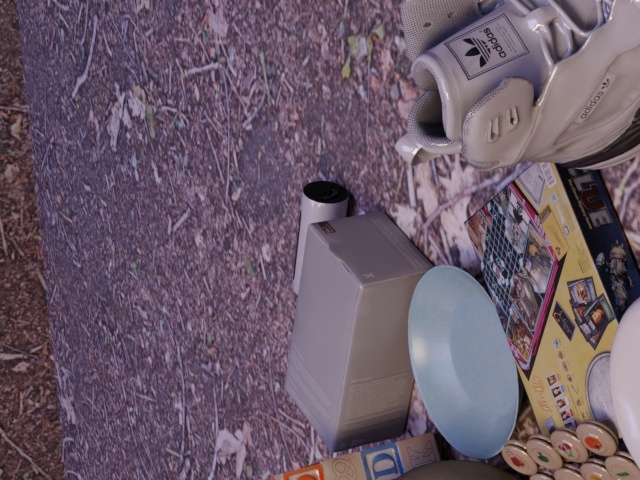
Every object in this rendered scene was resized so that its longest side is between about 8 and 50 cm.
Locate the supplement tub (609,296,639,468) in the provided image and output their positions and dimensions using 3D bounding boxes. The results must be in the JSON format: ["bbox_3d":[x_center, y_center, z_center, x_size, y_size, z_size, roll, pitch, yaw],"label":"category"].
[{"bbox_3d":[0.298,0.080,0.847,0.144,0.200,0.144,34,129,55],"label":"supplement tub"}]

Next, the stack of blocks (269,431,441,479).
[{"bbox_3d":[0.069,0.369,1.431,0.087,0.171,0.297,132,124,-73],"label":"stack of blocks"}]

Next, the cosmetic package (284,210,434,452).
[{"bbox_3d":[0.039,0.100,1.487,0.127,0.107,0.238,52,140,43],"label":"cosmetic package"}]

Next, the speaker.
[{"bbox_3d":[0.000,0.000,1.578,0.055,0.055,0.136,48,140,47],"label":"speaker"}]

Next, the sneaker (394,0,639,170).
[{"bbox_3d":[0.190,-0.165,0.959,0.137,0.210,0.366,65,150,25],"label":"sneaker"}]

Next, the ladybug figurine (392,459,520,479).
[{"bbox_3d":[0.114,0.419,1.233,0.305,0.162,0.449,-16,68,28],"label":"ladybug figurine"}]

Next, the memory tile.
[{"bbox_3d":[0.229,0.207,1.174,0.113,0.012,0.148,46,148,-7],"label":"memory tile"}]

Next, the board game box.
[{"bbox_3d":[0.217,0.060,1.180,0.165,0.042,0.243,-45,60,59],"label":"board game box"}]

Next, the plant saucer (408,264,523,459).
[{"bbox_3d":[0.151,0.116,1.339,0.195,0.037,0.194,31,126,56],"label":"plant saucer"}]
